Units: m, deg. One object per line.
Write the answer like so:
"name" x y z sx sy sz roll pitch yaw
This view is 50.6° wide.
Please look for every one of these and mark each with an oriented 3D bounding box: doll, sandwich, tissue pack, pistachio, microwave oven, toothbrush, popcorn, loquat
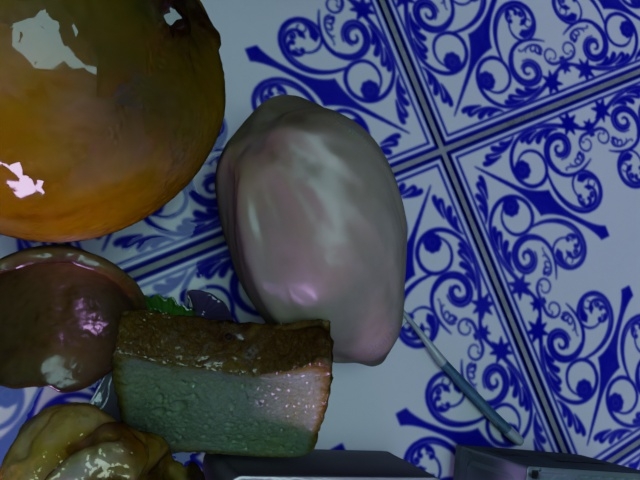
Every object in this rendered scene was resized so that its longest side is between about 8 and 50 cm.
"doll" -0.132 0.121 0.772 0.190 0.050 0.115 33 82 -9
"sandwich" -0.100 0.150 0.697 0.215 0.186 0.065 6 41 -6
"tissue pack" -0.004 0.323 0.747 0.246 0.136 0.159 8 81 -18
"pistachio" 0.000 0.000 0.760 0.226 0.208 0.331 -40 114 -55
"microwave oven" 0.286 0.332 0.836 0.208 0.162 0.122 11 81 -22
"toothbrush" 0.172 0.177 0.886 0.025 0.019 0.275 -45 99 -13
"popcorn" -0.210 0.253 0.634 0.191 0.253 0.190 -6 50 -27
"loquat" -0.268 -0.151 0.631 0.360 0.328 0.328 -22 92 23

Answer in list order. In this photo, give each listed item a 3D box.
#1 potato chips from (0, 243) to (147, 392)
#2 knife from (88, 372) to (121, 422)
"potato chips" -0.267 0.073 0.678 0.195 0.208 0.061 -23 51 0
"knife" -0.266 0.241 0.727 0.058 0.032 0.244 36 70 -12
